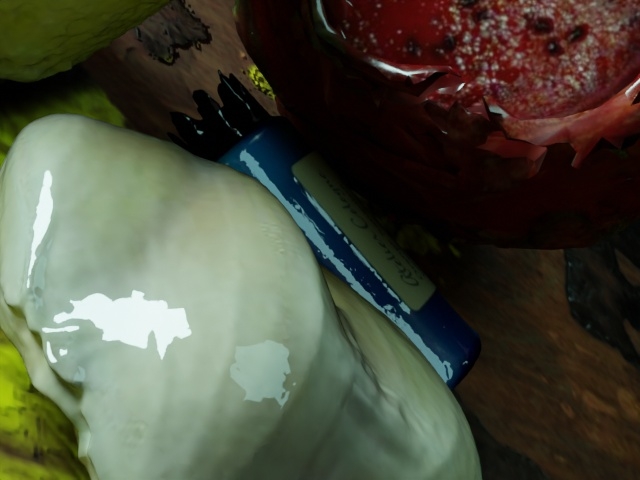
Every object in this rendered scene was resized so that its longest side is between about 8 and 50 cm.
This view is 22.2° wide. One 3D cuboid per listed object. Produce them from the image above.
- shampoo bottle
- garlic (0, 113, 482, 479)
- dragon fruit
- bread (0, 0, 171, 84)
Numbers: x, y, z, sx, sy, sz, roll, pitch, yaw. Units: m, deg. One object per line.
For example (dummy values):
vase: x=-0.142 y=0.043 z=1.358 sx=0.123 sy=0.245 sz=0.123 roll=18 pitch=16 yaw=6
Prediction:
shampoo bottle: x=0.000 y=0.000 z=0.774 sx=0.183 sy=0.050 sz=0.087 roll=49 pitch=23 yaw=0
garlic: x=-0.021 y=0.057 z=0.617 sx=0.217 sy=0.110 sz=0.228 roll=32 pitch=31 yaw=-35
dragon fruit: x=0.094 y=-0.136 z=0.830 sx=0.296 sy=0.301 sz=0.295 roll=3 pitch=75 yaw=-10
bread: x=-0.114 y=-0.164 z=0.689 sx=0.197 sy=0.170 sz=0.197 roll=37 pitch=30 yaw=-26
